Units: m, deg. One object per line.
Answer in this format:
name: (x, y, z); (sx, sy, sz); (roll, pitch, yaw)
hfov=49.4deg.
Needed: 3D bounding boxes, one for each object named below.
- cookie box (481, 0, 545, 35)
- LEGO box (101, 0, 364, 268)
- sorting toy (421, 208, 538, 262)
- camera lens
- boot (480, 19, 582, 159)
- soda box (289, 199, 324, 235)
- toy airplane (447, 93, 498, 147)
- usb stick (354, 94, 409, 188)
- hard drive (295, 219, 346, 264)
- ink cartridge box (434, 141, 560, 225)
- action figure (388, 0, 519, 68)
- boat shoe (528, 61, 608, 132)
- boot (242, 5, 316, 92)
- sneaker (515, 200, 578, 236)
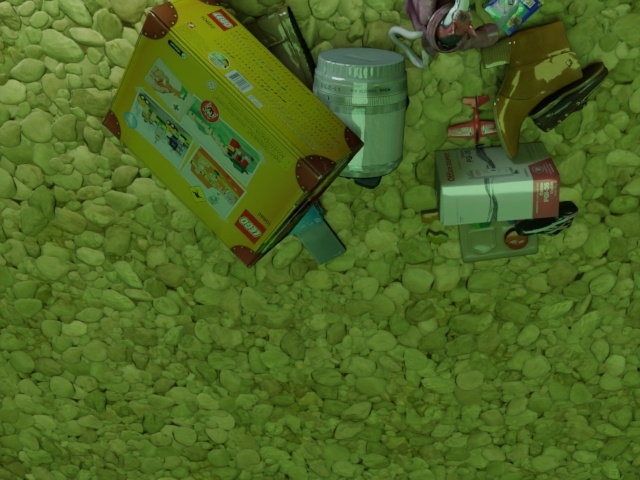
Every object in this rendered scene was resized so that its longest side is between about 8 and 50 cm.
cookie box: (0.438, -0.538, 1.581); (0.092, 0.040, 0.107); (39, 117, -19)
LEGO box: (-0.212, -0.243, 1.578); (0.500, 0.193, 0.372); (45, 135, 1)
sorting toy: (0.440, -0.029, 1.917); (0.307, 0.041, 0.229); (-8, 122, 9)
camera lens: (0.090, -0.295, 1.633); (0.219, 0.219, 0.274); (3, 117, 2)
boot: (0.508, -0.350, 1.637); (0.211, 0.104, 0.295); (-11, 106, 18)
soda box: (-0.097, -0.057, 1.923); (0.210, 0.067, 0.071); (-21, 119, 17)
toy airplane: (0.390, -0.302, 1.748); (0.151, 0.028, 0.151); (1, 123, 2)
usb stick: (0.153, -0.258, 1.785); (0.077, 0.045, 0.278); (15, 124, -4)
hard drive: (0.000, 0.000, 1.981); (0.094, 0.022, 0.135); (-27, 118, 20)
ink cartridge box: (0.433, -0.143, 1.742); (0.283, 0.207, 0.117); (-4, 122, 7)
action figure: (0.237, -0.471, 1.442); (0.248, 0.370, 0.276); (36, 117, -20)
boat shoe: (0.607, -0.344, 1.681); (0.073, 0.073, 0.207); (42, 124, -17)
boot: (-0.158, -0.419, 1.684); (0.269, 0.089, 0.236); (-17, 113, 16)
sneaker: (0.607, -0.038, 1.863); (0.178, 0.072, 0.077); (-15, 132, -8)
